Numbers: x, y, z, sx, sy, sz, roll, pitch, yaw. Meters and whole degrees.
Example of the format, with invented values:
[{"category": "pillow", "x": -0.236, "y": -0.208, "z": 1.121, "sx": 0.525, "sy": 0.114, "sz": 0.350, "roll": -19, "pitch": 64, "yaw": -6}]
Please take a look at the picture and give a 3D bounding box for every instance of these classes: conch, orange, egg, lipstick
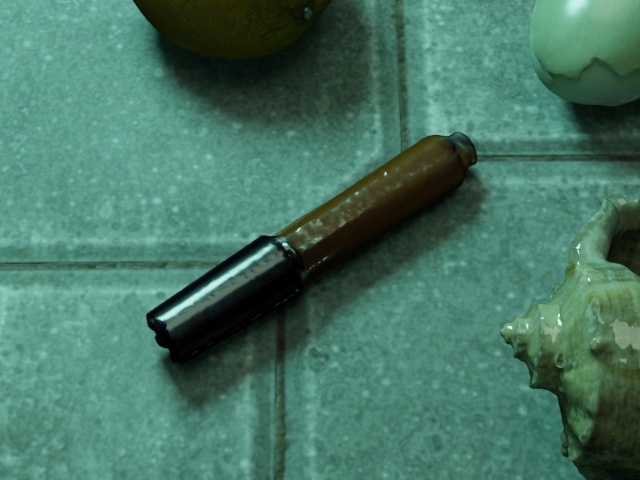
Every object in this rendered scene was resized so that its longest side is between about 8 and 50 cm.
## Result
[{"category": "conch", "x": 0.332, "y": 0.110, "z": 1.603, "sx": 0.352, "sy": 0.210, "sz": 0.297, "roll": 22, "pitch": 50, "yaw": -26}, {"category": "orange", "x": -0.101, "y": -0.332, "z": 1.870, "sx": 0.264, "sy": 0.264, "sz": 0.264, "roll": 0, "pitch": 56, "yaw": 0}, {"category": "egg", "x": 0.326, "y": -0.243, "z": 1.837, "sx": 0.217, "sy": 0.183, "sz": 0.183, "roll": -30, "pitch": 61, "yaw": -28}, {"category": "lipstick", "x": 0.000, "y": 0.000, "z": 1.740, "sx": 0.418, "sy": 0.077, "sz": 0.077, "roll": -32, "pitch": 62, "yaw": -21}]
